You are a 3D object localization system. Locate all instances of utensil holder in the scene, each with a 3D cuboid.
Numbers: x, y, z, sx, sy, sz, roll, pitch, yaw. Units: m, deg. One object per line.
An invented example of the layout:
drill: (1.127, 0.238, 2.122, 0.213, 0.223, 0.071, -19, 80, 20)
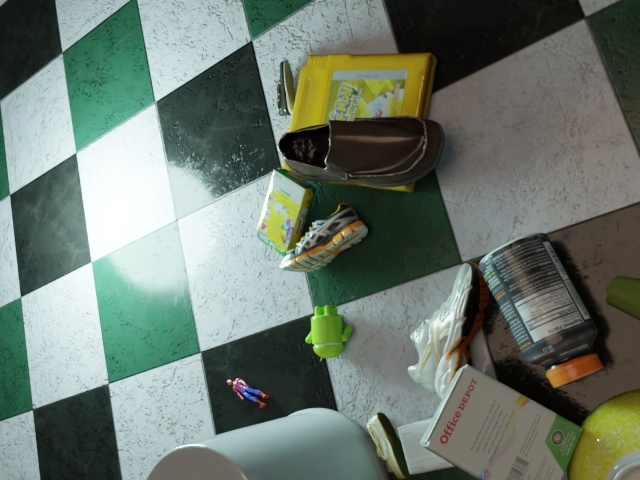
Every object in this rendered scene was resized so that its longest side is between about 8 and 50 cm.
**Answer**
utensil holder: (-0.093, 0.502, 1.181, 0.327, 0.385, 0.327, -5, 81, 32)

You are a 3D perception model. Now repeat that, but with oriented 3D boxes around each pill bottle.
pill bottle: (0.379, 0.121, 1.074, 0.130, 0.130, 0.246, -32, 68, 26)

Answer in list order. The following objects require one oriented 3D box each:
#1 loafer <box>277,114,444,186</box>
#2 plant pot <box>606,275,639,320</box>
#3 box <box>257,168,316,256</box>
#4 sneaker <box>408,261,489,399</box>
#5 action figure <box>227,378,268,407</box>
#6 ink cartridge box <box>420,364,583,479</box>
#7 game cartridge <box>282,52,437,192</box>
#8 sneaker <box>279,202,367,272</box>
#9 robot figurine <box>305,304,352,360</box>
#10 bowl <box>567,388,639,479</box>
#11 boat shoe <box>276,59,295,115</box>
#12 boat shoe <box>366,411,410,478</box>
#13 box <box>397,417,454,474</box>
loafer: (0.064, -0.175, 1.255, 0.366, 0.130, 0.134, -3, 82, 34)
plant pot: (0.513, 0.092, 1.027, 0.079, 0.083, 0.083, 22, 97, 45)
box: (-0.081, -0.059, 1.426, 0.105, 0.043, 0.179, 35, 117, 30)
sneaker: (0.229, 0.162, 1.189, 0.121, 0.099, 0.262, 16, 92, 38)
action figure: (-0.173, 0.348, 1.465, 0.115, 0.030, 0.038, 19, 100, 35)
ink cartridge box: (0.296, 0.328, 1.057, 0.212, 0.093, 0.154, 29, 76, 9)
game cartridge: (0.074, -0.260, 1.365, 0.323, 0.052, 0.285, 10, 89, 32)
sneaker: (0.000, 0.000, 1.368, 0.215, 0.084, 0.083, -31, 65, 17)
robot figurine: (0.015, 0.196, 1.337, 0.101, 0.067, 0.115, -9, 79, 27)
bowl: (0.506, 0.374, 0.946, 0.289, 0.156, 0.289, -5, 81, 33)
boat shoe: (-0.086, -0.357, 1.481, 0.042, 0.049, 0.133, -7, 85, 24)
boat shoe: (0.133, 0.409, 1.249, 0.045, 0.050, 0.135, -42, 54, 26)
box: (0.215, 0.371, 1.165, 0.102, 0.101, 0.087, -22, 72, 29)
